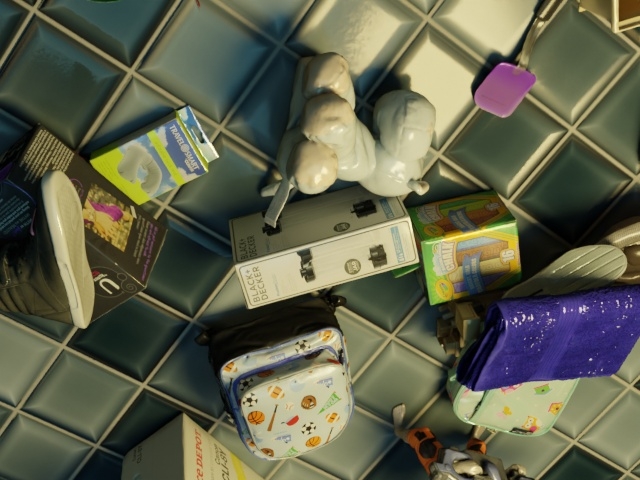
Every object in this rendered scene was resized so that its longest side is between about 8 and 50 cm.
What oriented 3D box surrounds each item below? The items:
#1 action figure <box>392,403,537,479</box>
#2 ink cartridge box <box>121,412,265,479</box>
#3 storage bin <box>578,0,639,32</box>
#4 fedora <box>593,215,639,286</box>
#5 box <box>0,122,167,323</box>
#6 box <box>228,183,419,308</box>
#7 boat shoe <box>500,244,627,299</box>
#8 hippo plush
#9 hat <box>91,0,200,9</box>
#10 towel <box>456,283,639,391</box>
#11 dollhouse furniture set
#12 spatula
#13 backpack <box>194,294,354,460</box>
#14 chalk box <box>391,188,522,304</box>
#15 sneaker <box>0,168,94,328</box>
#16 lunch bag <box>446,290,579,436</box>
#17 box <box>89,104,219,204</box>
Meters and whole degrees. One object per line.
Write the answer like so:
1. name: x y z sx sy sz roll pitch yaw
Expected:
1. action figure: 0.295 0.463 1.731 0.341 0.330 0.178 24 113 -20
2. ink cartridge box: -0.183 0.550 1.733 0.160 0.279 0.385 -39 117 11
3. storage bin: 0.513 -0.478 1.363 0.260 0.123 0.262 -17 119 -9
4. fedora: 0.567 0.047 1.666 0.275 0.124 0.244 -30 117 16
5. box: -0.403 -0.020 1.449 0.165 0.143 0.270 -29 121 31
6. box: 0.000 0.000 1.531 0.290 0.169 0.087 -15 119 1
7. boat shoe: 0.406 0.074 1.574 0.226 0.083 0.076 -22 161 2
8. hippo plush: 0.063 -0.131 1.432 0.236 0.234 0.294 11 115 -14
9. hat: -0.289 -0.394 1.264 0.208 0.183 0.173 -15 119 -1
10. towel: 0.399 0.169 1.548 0.308 0.076 0.228 -6 143 -17
11. dollhouse furniture set: 0.278 0.154 1.647 0.101 0.182 0.161 -6 118 -5
12. spatula: 0.344 -0.331 1.482 0.084 0.030 0.296 17 114 -23
13. backpack: -0.054 0.264 1.652 0.276 0.213 0.263 -15 130 -4
14. chalk box: 0.221 0.014 1.592 0.213 0.132 0.132 -12 120 -3
15. sneaker: -0.412 0.017 1.312 0.146 0.105 0.296 5 137 -2
16. lunch bag: 0.369 0.240 1.750 0.224 0.108 0.279 15 115 -16
17. box: -0.265 -0.130 1.491 0.178 0.042 0.109 -25 119 6
